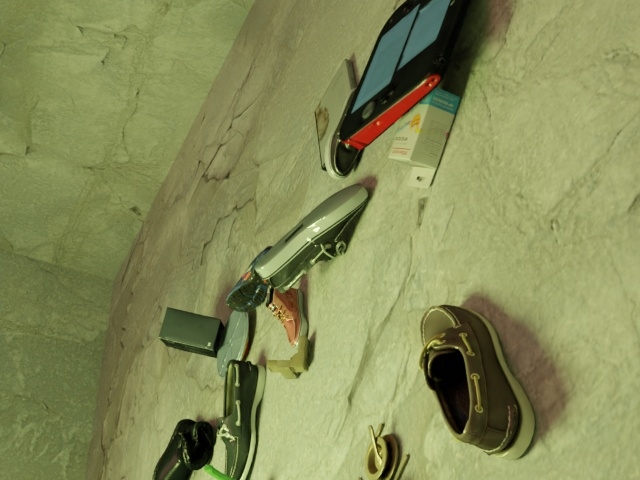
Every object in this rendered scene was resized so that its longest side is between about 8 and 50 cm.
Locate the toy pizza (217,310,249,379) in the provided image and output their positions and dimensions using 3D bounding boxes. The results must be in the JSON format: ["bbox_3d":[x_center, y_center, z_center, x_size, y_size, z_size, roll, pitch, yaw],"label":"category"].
[{"bbox_3d":[-0.226,0.276,2.402,0.201,0.032,0.201,-49,32,46],"label":"toy pizza"}]

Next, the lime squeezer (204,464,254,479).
[{"bbox_3d":[-0.173,0.576,1.945,0.310,0.110,0.058,86,161,-45],"label":"lime squeezer"}]

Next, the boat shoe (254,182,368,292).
[{"bbox_3d":[0.000,0.002,1.955,0.306,0.105,0.113,-42,16,10],"label":"boat shoe"}]

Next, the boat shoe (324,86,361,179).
[{"bbox_3d":[0.076,-0.247,2.019,0.076,0.080,0.228,-14,53,68],"label":"boat shoe"}]

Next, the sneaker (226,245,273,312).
[{"bbox_3d":[-0.168,0.102,2.343,0.221,0.083,0.087,-47,20,23],"label":"sneaker"}]

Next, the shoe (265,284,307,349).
[{"bbox_3d":[-0.081,0.172,2.053,0.063,0.081,0.178,-57,26,35],"label":"shoe"}]

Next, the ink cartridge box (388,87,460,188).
[{"bbox_3d":[0.189,-0.195,1.700,0.104,0.062,0.181,21,92,70],"label":"ink cartridge box"}]

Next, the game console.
[{"bbox_3d":[0.179,-0.383,1.778,0.342,0.060,0.386,-38,27,57],"label":"game console"}]

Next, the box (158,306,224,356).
[{"bbox_3d":[-0.354,0.258,2.498,0.158,0.156,0.093,93,-170,-75],"label":"box"}]

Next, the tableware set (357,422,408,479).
[{"bbox_3d":[0.076,0.417,1.519,0.194,0.039,0.128,-69,21,8],"label":"tableware set"}]

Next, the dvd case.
[{"bbox_3d":[0.040,-0.313,2.225,0.180,0.022,0.253,-56,26,35],"label":"dvd case"}]

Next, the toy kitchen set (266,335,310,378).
[{"bbox_3d":[-0.065,0.258,1.973,0.068,0.083,0.075,63,-153,-56],"label":"toy kitchen set"}]

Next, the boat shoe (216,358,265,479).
[{"bbox_3d":[-0.204,0.432,2.135,0.114,0.091,0.302,-44,34,52],"label":"boat shoe"}]

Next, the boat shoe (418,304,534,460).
[{"bbox_3d":[0.202,0.187,1.309,0.116,0.097,0.324,-63,23,23],"label":"boat shoe"}]

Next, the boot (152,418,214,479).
[{"bbox_3d":[-0.370,0.598,2.411,0.207,0.094,0.246,-19,50,69],"label":"boot"}]
